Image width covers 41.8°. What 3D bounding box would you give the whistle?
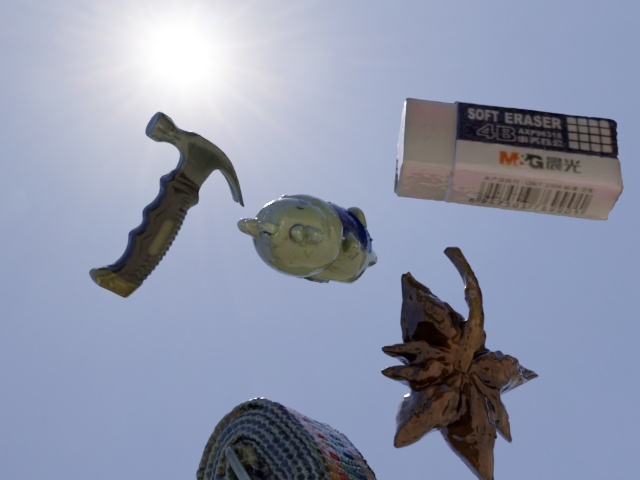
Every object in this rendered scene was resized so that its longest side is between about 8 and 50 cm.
[{"bbox_3d":[0.000,0.000,0.915,0.244,0.110,0.092,15,-98,-60],"label":"whistle"}]

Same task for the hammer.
[{"bbox_3d":[-0.199,-0.030,1.056,0.158,0.041,0.227,35,-95,-30],"label":"hammer"}]

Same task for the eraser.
[{"bbox_3d":[0.247,-0.110,1.125,0.287,0.130,0.086,6,-37,2],"label":"eraser"}]

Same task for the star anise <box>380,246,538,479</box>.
[{"bbox_3d":[0.205,0.186,1.257,0.292,0.109,0.350,51,-131,-15],"label":"star anise"}]

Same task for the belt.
[{"bbox_3d":[-0.046,0.336,1.070,0.160,0.295,0.207,32,-79,-39],"label":"belt"}]
